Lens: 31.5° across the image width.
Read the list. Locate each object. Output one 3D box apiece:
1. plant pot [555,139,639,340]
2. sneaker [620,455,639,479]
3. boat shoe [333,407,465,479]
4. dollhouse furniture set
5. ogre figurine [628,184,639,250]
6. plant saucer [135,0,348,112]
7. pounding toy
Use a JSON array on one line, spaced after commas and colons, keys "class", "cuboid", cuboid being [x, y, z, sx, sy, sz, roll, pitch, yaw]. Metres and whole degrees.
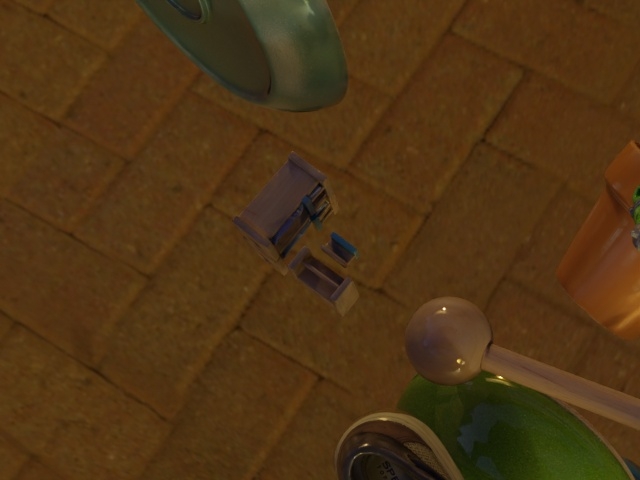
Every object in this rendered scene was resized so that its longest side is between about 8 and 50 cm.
[{"class": "plant pot", "cuboid": [0.398, 0.013, 1.390, 0.205, 0.205, 0.188, 46, 109, 20]}, {"class": "sneaker", "cuboid": [0.393, 0.375, 1.239, 0.341, 0.125, 0.139, 40, 104, 41]}, {"class": "boat shoe", "cuboid": [0.076, 0.189, 0.574, 0.080, 0.073, 0.223, -36, 84, 14]}, {"class": "dollhouse furniture set", "cuboid": [0.000, 0.000, 1.555, 0.184, 0.129, 0.129, 37, 80, 19]}, {"class": "ogre figurine", "cuboid": [0.401, 0.011, 1.187, 0.197, 0.097, 0.118, 51, 40, 11]}, {"class": "plant saucer", "cuboid": [-0.103, -0.208, 0.818, 0.044, 0.317, 0.317, -43, 70, -12]}, {"class": "pounding toy", "cuboid": [0.102, 0.162, 0.705, 0.183, 0.237, 0.110, 30, 56, 22]}]
